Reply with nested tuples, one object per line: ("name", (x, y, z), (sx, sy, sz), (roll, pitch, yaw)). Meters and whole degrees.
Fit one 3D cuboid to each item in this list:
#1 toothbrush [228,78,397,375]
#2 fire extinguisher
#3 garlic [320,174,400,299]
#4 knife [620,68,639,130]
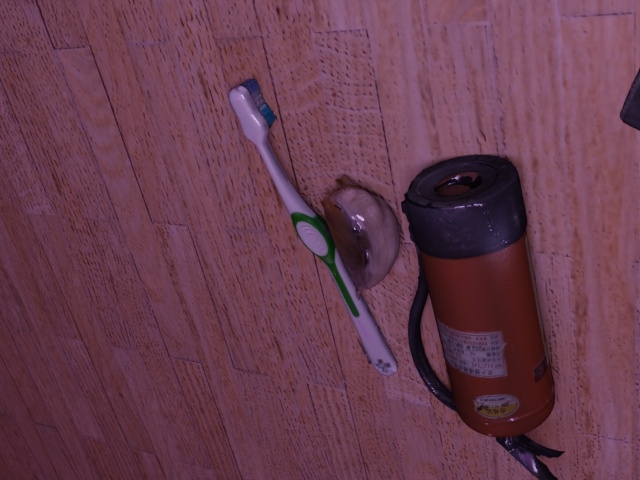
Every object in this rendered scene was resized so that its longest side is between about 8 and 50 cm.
("toothbrush", (-0.002, 0.003, 0.932), (0.042, 0.040, 0.418), (-12, 115, 35))
("fire extinguisher", (0.173, 0.090, 0.864), (0.200, 0.113, 0.376), (-134, 24, -63))
("garlic", (0.054, -0.004, 0.885), (0.084, 0.066, 0.152), (8, 126, 61))
("knife", (0.319, -0.180, 0.621), (0.072, 0.019, 0.245), (30, 134, 11))
